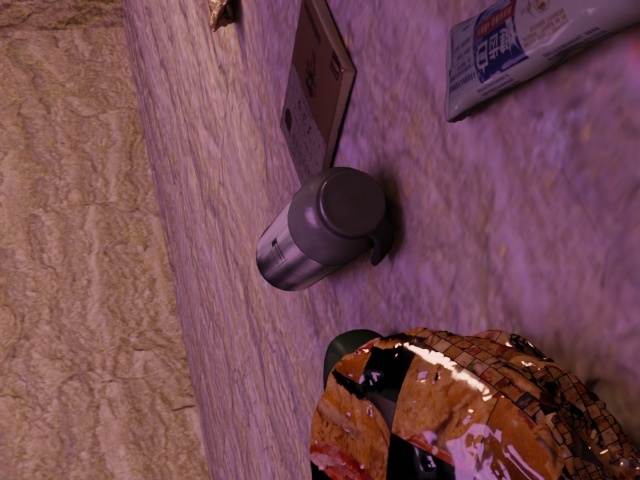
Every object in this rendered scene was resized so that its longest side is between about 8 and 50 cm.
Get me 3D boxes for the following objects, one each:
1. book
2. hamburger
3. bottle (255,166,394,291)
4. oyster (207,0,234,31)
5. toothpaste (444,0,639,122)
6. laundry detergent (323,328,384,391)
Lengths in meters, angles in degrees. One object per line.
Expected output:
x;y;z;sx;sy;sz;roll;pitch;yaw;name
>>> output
-0.008;-0.143;0.794;0.199;0.016;0.139;104;153;-51;book
0.081;0.158;0.421;0.231;0.106;0.231;-10;78;56;hamburger
0.000;0.000;0.731;0.096;0.079;0.253;43;161;-2;bottle
-0.145;-0.373;1.133;0.121;0.045;0.146;-119;24;-84;oyster
0.109;-0.107;0.386;0.233;0.037;0.060;176;90;-76;toothpaste
0.064;0.172;0.612;0.211;0.062;0.137;-129;33;-56;laundry detergent
